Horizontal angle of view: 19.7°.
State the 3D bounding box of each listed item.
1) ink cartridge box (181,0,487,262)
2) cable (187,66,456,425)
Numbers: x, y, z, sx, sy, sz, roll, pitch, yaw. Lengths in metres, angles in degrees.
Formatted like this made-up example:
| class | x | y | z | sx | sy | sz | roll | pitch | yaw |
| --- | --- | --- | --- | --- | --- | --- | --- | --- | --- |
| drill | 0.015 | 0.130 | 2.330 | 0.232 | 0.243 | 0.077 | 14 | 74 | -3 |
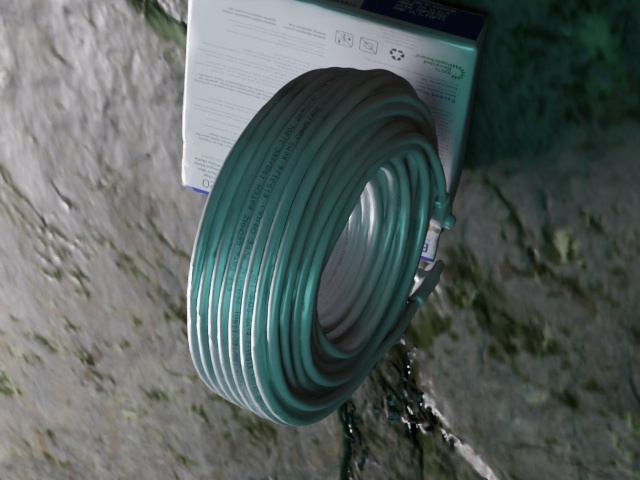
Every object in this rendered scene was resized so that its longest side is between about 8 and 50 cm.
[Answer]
| class | x | y | z | sx | sy | sz | roll | pitch | yaw |
| --- | --- | --- | --- | --- | --- | --- | --- | --- | --- |
| ink cartridge box | 0.004 | -0.103 | 1.400 | 0.223 | 0.045 | 0.224 | 17 | 136 | 9 |
| cable | 0.000 | 0.000 | 1.283 | 0.089 | 0.257 | 0.257 | 19 | 142 | 23 |
